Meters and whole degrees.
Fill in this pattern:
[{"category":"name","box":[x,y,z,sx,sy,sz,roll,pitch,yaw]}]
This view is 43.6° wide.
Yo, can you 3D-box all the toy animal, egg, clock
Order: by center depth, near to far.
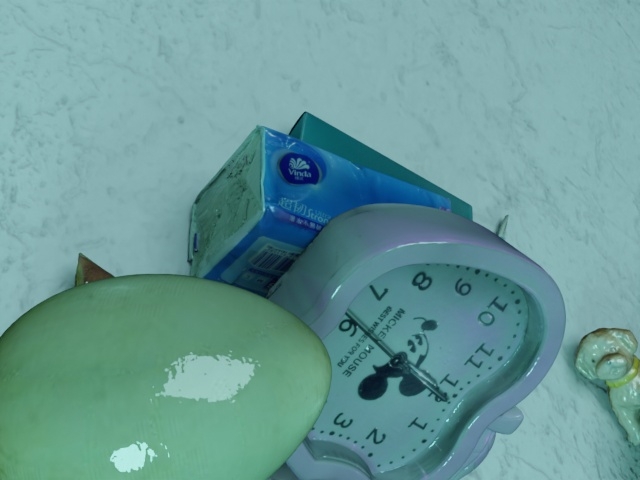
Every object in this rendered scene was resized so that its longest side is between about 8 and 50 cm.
[{"category":"egg","box":[-0.136,0.133,0.666,0.296,0.218,0.218,-14,70,-3]},{"category":"clock","box":[0.090,0.123,0.852,0.339,0.338,0.102,18,18,-27]},{"category":"toy animal","box":[0.489,0.194,1.256,0.185,0.104,0.184,46,49,1]}]

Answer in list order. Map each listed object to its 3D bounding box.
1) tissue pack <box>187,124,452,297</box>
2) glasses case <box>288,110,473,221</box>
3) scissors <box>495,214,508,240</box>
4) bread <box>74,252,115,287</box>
[{"category":"tissue pack","box":[0.000,0.000,0.941,0.264,0.198,0.146,17,54,-27]},{"category":"glasses case","box":[0.083,-0.059,1.129,0.301,0.070,0.117,26,46,-19]},{"category":"scissors","box":[0.283,0.004,1.269,0.058,0.014,0.119,41,51,-16]},{"category":"bread","box":[-0.199,0.107,0.825,0.192,0.067,0.119,40,46,-13]}]
